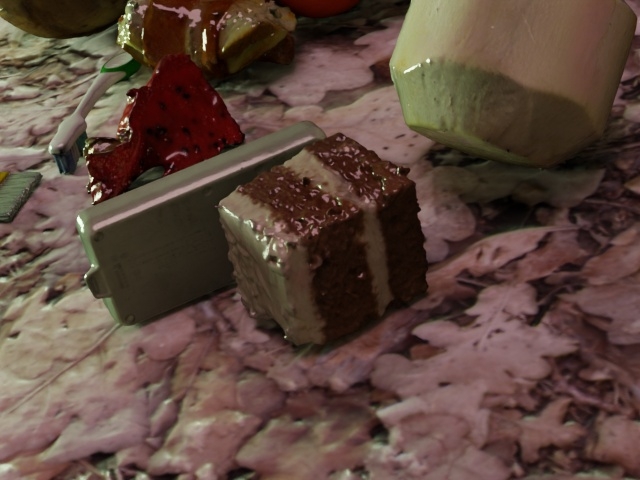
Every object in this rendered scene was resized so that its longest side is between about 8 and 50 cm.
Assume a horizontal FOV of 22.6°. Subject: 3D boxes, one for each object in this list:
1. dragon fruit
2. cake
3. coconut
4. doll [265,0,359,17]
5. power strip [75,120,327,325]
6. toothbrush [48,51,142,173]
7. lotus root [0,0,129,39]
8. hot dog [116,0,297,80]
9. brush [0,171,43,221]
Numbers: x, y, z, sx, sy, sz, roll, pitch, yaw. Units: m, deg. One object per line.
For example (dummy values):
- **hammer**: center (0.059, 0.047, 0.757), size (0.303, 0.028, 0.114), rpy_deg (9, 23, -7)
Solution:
- **dragon fruit**: center (-0.179, -0.093, 1.690), size (0.192, 0.122, 0.092), rpy_deg (-50, 8, -36)
- **cake**: center (0.000, 0.000, 1.413), size (0.147, 0.134, 0.135), rpy_deg (-22, 33, -23)
- **coconut**: center (0.185, -0.188, 1.512), size (0.241, 0.241, 0.241), rpy_deg (-10, 35, 7)
- **doll**: center (-0.005, -0.324, 1.865), size (0.290, 0.161, 0.130), rpy_deg (-9, 77, 32)
- **power strip**: center (-0.094, -0.017, 1.482), size (0.270, 0.118, 0.046), rpy_deg (-23, 32, -12)
- **toothbrush**: center (-0.230, -0.210, 1.875), size (0.042, 0.040, 0.418), rpy_deg (-3, 36, 19)
- **lotus root**: center (-0.311, -0.350, 1.981), size (0.272, 0.192, 0.272), rpy_deg (-15, 41, 13)
- **hot dog**: center (-0.130, -0.232, 1.826), size (0.213, 0.103, 0.146), rpy_deg (13, 21, 20)
- **brush**: center (-0.406, -0.049, 1.738), size (0.205, 0.011, 0.083), rpy_deg (1, 38, 22)
